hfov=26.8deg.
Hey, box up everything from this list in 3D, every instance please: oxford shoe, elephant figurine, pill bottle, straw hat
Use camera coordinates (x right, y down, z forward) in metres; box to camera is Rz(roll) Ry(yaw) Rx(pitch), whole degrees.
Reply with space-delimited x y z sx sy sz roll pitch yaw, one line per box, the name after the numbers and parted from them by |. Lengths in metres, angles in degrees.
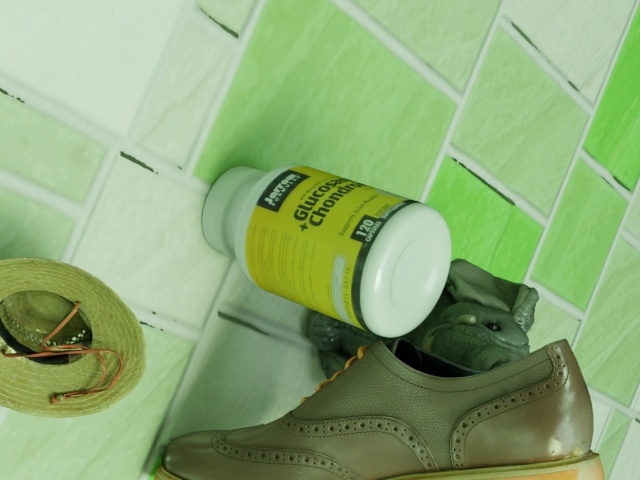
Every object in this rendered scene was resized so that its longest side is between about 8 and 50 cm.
0.034 0.142 1.031 0.130 0.363 0.133 0 84 -67 | oxford shoe
0.120 0.093 1.179 0.186 0.239 0.169 -40 134 -36 | elephant figurine
0.000 0.000 1.025 0.103 0.184 0.103 -27 126 -44 | pill bottle
-0.185 0.050 0.906 0.061 0.144 0.144 -93 173 -53 | straw hat
